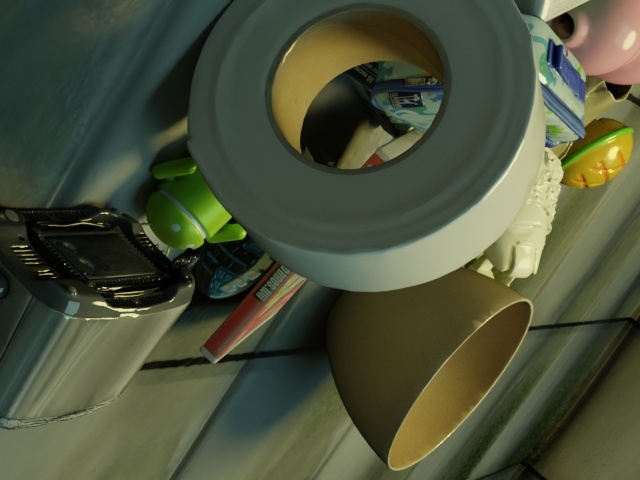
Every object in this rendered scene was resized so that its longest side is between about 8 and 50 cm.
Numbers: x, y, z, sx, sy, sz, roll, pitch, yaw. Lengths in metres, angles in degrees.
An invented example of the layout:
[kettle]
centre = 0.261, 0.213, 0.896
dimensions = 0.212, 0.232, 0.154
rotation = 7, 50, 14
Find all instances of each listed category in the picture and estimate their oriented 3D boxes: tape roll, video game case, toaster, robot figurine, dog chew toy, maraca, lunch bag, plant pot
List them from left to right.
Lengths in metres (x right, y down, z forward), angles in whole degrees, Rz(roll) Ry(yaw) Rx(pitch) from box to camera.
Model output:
[toaster]
centre = -0.209, 0.061, 0.991
dimensions = 0.146, 0.129, 0.227
rotation = -55, 159, 19
[robot figurine]
centre = -0.109, -0.039, 1.092
dimensions = 0.115, 0.067, 0.101
rotation = -45, 129, -13
[video game case]
centre = 0.000, 0.000, 1.274
dimensions = 0.285, 0.025, 0.204
rotation = -48, 176, 19
[tape roll]
centre = 0.038, -0.104, 0.992
dimensions = 0.286, 0.286, 0.100
rotation = -49, 157, -5
[plant pot]
centre = 0.118, 0.135, 1.606
dimensions = 0.284, 0.191, 0.284
rotation = -39, 154, -24
[lunch bag]
centre = 0.161, -0.150, 1.171
dimensions = 0.219, 0.176, 0.090
rotation = 22, 70, -63
[maraca]
centre = 0.400, -0.124, 1.861
dimensions = 0.186, 0.099, 0.127
rotation = -35, 164, 37
[dog chew toy]
centre = 0.379, -0.281, 1.456
dimensions = 0.332, 0.206, 0.206
rotation = -19, 142, -44

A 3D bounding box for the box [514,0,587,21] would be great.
[box]
centre = 0.253, -0.361, 1.149
dimensions = 0.262, 0.127, 0.231
rotation = -31, 138, -38

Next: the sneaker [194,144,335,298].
[sneaker]
centre = -0.050, -0.007, 1.251
dimensions = 0.190, 0.071, 0.083
rotation = -46, 162, -11

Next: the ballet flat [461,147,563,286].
[ballet flat]
centre = 0.243, 0.046, 1.734
dimensions = 0.147, 0.147, 0.409
rotation = -16, 140, -53

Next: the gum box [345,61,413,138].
[gum box]
centre = 0.119, -0.207, 1.290
dimensions = 0.184, 0.041, 0.157
rotation = -51, 156, -2

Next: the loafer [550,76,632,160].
[loafer]
centre = 0.376, -0.209, 1.686
dimensions = 0.102, 0.092, 0.268
rotation = -23, 144, -48
